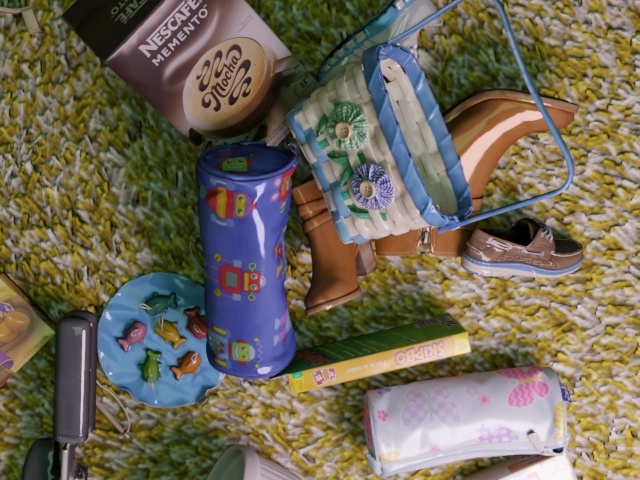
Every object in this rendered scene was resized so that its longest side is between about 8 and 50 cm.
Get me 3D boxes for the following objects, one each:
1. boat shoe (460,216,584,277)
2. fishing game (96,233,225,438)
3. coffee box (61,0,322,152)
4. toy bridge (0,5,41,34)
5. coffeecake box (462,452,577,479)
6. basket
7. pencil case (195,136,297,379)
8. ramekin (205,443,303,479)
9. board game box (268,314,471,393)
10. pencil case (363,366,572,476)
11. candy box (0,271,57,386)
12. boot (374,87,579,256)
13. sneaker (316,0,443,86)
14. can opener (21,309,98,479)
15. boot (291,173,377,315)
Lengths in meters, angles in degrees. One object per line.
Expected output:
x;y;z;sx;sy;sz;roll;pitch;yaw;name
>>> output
0.273;0.008;1.681;0.183;0.066;0.066;-4;119;-28;boat shoe
-0.206;0.136;1.703;0.264;0.041;0.189;-41;94;1;fishing game
-0.145;-0.221;1.545;0.168;0.119;0.297;-46;141;2;coffee box
-0.458;-0.268;1.649;0.188;0.026;0.063;-19;94;-2;toy bridge
0.295;0.387;1.749;0.142;0.068;0.185;-23;96;-1;coffeecake box
0.128;-0.125;1.529;0.289;0.201;0.255;-25;89;18;basket
-0.089;0.018;1.592;0.119;0.133;0.306;6;119;9;pencil case
-0.095;0.378;1.657;0.109;0.207;0.207;24;94;-15;ramekin
0.059;0.149;1.679;0.259;0.124;0.039;-10;97;-3;board game box
0.191;0.242;1.701;0.273;0.113;0.124;-6;64;-3;pencil case
-0.446;0.144;1.679;0.187;0.053;0.109;-43;97;0;candy box
0.195;-0.086;1.672;0.283;0.109;0.220;-3;96;-3;boot
0.081;-0.250;1.670;0.191;0.071;0.083;-39;103;1;sneaker
-0.345;0.231;1.675;0.095;0.076;0.283;4;101;2;can opener
0.000;0.000;1.634;0.073;0.197;0.152;-18;105;23;boot
